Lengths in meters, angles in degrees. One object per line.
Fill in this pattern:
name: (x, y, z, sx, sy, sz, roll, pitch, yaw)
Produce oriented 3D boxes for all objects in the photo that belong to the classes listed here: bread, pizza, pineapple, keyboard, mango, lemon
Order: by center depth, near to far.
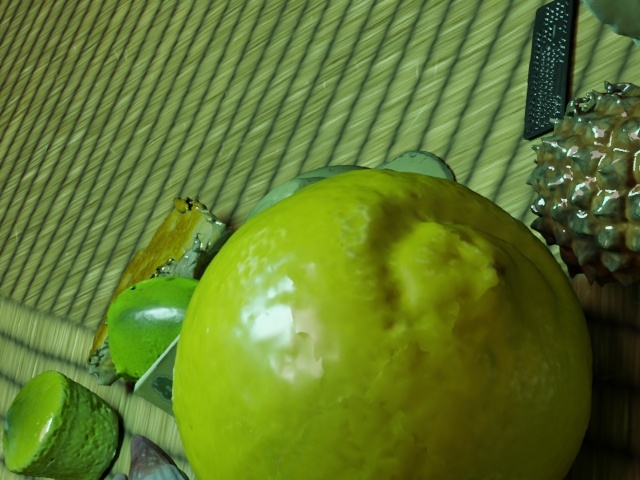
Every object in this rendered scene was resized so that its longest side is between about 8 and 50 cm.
pineapple: (0.238, -0.040, 1.248, 0.193, 0.166, 0.166, -29, 44, 44)
lemon: (0.045, 0.110, 1.248, 0.348, 0.348, 0.348, -34, 41, 36)
keyboard: (0.219, -0.168, 1.508, 0.053, 0.010, 0.155, -24, 47, 45)
mango: (-0.135, 0.095, 1.591, 0.178, 0.119, 0.100, 2, 26, 27)
pizza: (-0.171, 0.038, 1.799, 0.297, 0.071, 0.189, -50, 16, 42)
bread: (-0.302, 0.218, 1.838, 0.111, 0.114, 0.129, -40, 37, 29)

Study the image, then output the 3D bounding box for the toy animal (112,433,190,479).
toy animal: (-0.146, 0.319, 1.571, 0.324, 0.090, 0.195, 23, 109, 53)

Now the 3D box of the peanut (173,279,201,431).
peanut: (-0.108, 0.121, 1.676, 0.093, 0.083, 0.194, 2, 68, 21)

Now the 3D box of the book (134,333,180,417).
book: (-0.057, 0.123, 1.528, 0.192, 0.168, 0.013, -48, 18, 20)

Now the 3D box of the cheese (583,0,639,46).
cheese: (0.340, -0.298, 1.194, 0.332, 0.292, 0.153, -23, 47, 28)

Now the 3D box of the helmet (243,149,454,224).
helmet: (0.000, -0.005, 1.569, 0.257, 0.137, 0.204, -53, 33, 12)
